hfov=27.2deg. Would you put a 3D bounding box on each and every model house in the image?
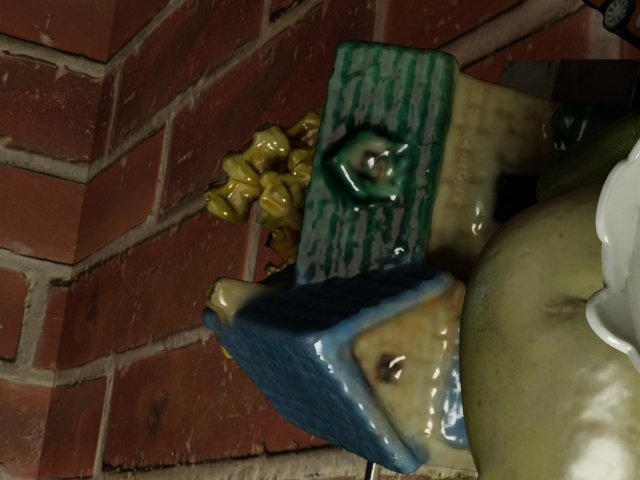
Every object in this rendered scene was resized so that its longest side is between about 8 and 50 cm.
[{"bbox_3d":[0.094,0.021,1.270,0.334,0.342,0.382,6,83,66],"label":"model house"}]

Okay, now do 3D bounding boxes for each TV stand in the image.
[{"bbox_3d":[0.262,-0.159,1.363,0.256,0.040,0.049,17,94,65],"label":"TV stand"}]

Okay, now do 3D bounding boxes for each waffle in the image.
[{"bbox_3d":[0.000,0.000,1.540,0.151,0.261,0.324,41,146,38],"label":"waffle"}]

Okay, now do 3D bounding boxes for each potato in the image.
[{"bbox_3d":[0.233,0.116,1.042,0.221,0.243,0.326,170,97,-69],"label":"potato"}]

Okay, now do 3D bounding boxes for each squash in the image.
[{"bbox_3d":[0.259,-0.073,1.070,0.229,0.066,0.066,-32,50,53],"label":"squash"}]

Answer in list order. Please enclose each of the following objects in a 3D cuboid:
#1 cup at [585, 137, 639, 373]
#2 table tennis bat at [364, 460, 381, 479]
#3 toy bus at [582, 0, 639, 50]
[{"bbox_3d":[0.328,0.048,0.855,0.219,0.257,0.290,30,105,65],"label":"cup"},{"bbox_3d":[0.051,0.341,1.585,0.095,0.014,0.158,7,86,66],"label":"table tennis bat"},{"bbox_3d":[0.350,-0.160,1.118,0.092,0.093,0.409,-59,30,16],"label":"toy bus"}]
